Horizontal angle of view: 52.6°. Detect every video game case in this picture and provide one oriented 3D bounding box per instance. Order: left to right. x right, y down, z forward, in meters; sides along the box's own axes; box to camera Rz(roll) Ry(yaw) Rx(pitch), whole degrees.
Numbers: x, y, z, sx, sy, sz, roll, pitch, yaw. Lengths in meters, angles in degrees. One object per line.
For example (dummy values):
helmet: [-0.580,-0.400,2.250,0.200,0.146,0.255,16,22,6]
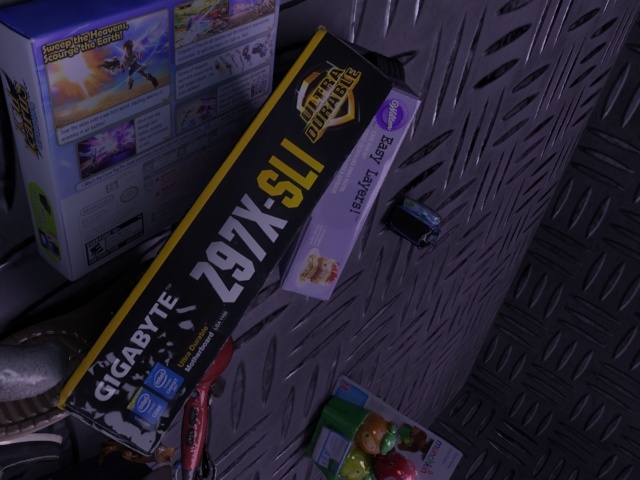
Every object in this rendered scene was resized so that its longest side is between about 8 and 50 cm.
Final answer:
video game case: [-0.153,-0.124,0.616,0.269,0.061,0.244,-36,150,-40]

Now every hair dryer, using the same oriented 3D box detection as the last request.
hair dryer: [-0.158,0.220,0.893,0.293,0.080,0.223,85,1,-49]

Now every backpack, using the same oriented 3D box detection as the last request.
backpack: [0.200,-0.034,1.336,0.084,0.105,0.114,-58,161,6]

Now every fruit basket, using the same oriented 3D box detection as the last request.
fruit basket: [0.143,0.554,1.652,0.165,0.353,0.327,-27,143,-50]

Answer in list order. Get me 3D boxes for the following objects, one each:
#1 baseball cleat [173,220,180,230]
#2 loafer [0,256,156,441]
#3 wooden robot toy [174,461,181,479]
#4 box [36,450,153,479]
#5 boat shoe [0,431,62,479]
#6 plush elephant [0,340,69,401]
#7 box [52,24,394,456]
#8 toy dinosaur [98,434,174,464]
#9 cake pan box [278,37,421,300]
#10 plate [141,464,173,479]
baseball cleat: [-0.140,0.017,0.830,0.109,0.072,0.205,-50,164,-48]
loafer: [-0.248,0.119,0.691,0.269,0.102,0.092,-33,172,-29]
wooden robot toy: [-0.267,0.463,1.126,0.173,0.076,0.079,-41,162,-30]
box: [-0.325,0.390,0.894,0.156,0.093,0.158,-4,122,-61]
boat shoe: [-0.355,0.231,0.626,0.084,0.079,0.233,-17,167,27]
plush elephant: [-0.301,0.105,0.424,0.271,0.330,0.255,-62,-179,42]
box: [-0.085,0.005,0.559,0.322,0.079,0.257,-57,-170,-13]
toy dinosaur: [-0.251,0.287,0.920,0.211,0.112,0.064,-178,-82,-73]
cake pan box: [0.016,-0.101,0.786,0.245,0.070,0.266,-108,-142,-62]
plate: [-0.254,0.416,0.739,0.278,0.045,0.277,-59,-167,-6]
